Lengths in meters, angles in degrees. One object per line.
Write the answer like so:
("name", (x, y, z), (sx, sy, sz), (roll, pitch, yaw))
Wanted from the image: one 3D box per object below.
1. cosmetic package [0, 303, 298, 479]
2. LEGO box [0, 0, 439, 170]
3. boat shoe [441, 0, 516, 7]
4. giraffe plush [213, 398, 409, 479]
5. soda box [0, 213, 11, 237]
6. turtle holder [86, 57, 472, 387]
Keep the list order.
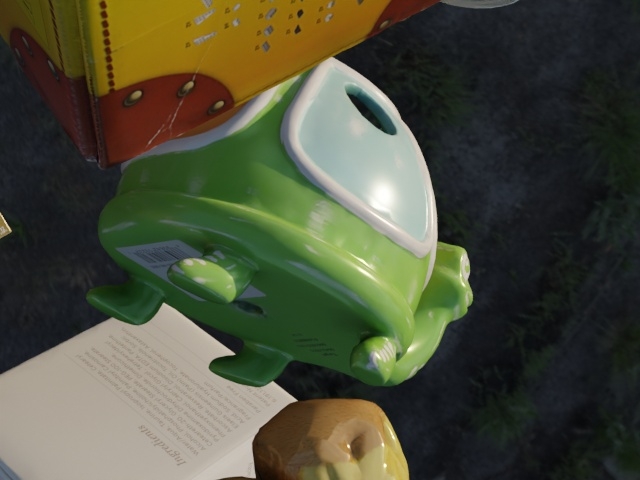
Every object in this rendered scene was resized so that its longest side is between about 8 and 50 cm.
("cosmetic package", (-0.288, 0.351, 1.448), (0.393, 0.327, 0.329), (-28, 141, -44))
("LEGO box", (-0.082, -0.310, 0.243), (0.193, 0.372, 0.500), (-30, 163, -19))
("boat shoe", (0.107, -0.333, 1.071), (0.091, 0.302, 0.114), (-19, 137, -54))
("giraffe plush", (-0.001, 0.190, 0.414), (0.210, 0.170, 0.181), (49, 55, 1))
("soda box", (-0.453, 0.010, 1.151), (0.181, 0.061, 0.058), (-35, 112, -22))
("turtle holder", (-0.001, -0.008, 0.789), (0.320, 0.243, 0.227), (22, 68, -7))
